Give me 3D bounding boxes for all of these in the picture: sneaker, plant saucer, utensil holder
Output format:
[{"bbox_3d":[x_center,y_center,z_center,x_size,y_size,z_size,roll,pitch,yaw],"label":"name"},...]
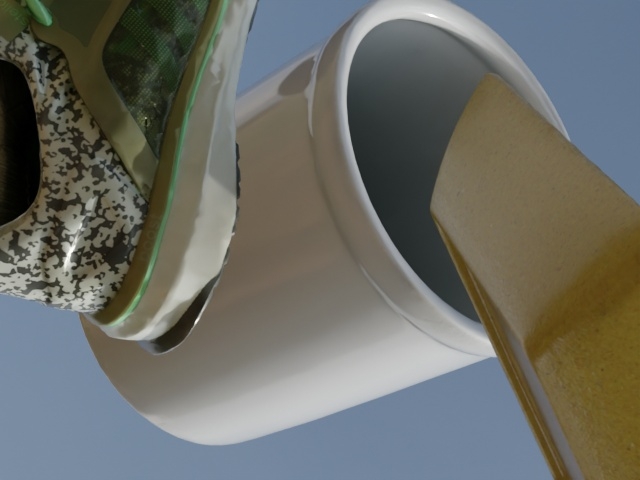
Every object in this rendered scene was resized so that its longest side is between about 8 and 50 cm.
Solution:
[{"bbox_3d":[-0.143,-0.140,0.938,0.158,0.182,0.410,-7,-102,55],"label":"sneaker"},{"bbox_3d":[0.165,0.095,0.895,0.333,0.081,0.333,-112,176,-69],"label":"plant saucer"},{"bbox_3d":[0.000,0.000,1.423,0.385,0.327,0.328,-26,-103,40],"label":"utensil holder"}]
